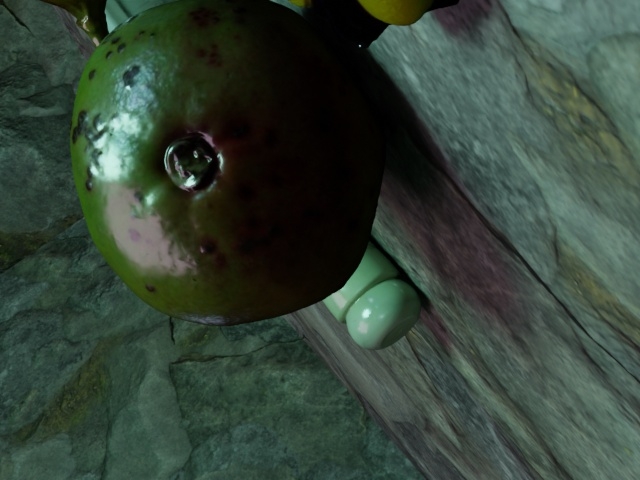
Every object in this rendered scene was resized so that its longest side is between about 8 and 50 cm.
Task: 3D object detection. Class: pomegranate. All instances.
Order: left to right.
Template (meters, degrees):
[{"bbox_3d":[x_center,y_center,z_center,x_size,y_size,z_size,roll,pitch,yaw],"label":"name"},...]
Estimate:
[{"bbox_3d":[-0.089,-0.078,0.911,0.291,0.291,0.323,57,178,-19],"label":"pomegranate"}]

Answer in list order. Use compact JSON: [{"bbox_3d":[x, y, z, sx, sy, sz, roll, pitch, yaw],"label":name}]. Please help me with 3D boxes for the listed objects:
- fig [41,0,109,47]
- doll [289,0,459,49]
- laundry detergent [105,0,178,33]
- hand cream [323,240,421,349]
[{"bbox_3d":[-0.254,-0.284,0.986,0.217,0.217,0.321,35,145,62],"label":"fig"},{"bbox_3d":[0.008,-0.197,0.555,0.127,0.088,0.248,48,165,30],"label":"doll"},{"bbox_3d":[-0.171,-0.204,1.275,0.264,0.125,0.398,48,171,19],"label":"laundry detergent"},{"bbox_3d":[0.000,0.000,1.228,0.306,0.093,0.147,49,-154,23],"label":"hand cream"}]
